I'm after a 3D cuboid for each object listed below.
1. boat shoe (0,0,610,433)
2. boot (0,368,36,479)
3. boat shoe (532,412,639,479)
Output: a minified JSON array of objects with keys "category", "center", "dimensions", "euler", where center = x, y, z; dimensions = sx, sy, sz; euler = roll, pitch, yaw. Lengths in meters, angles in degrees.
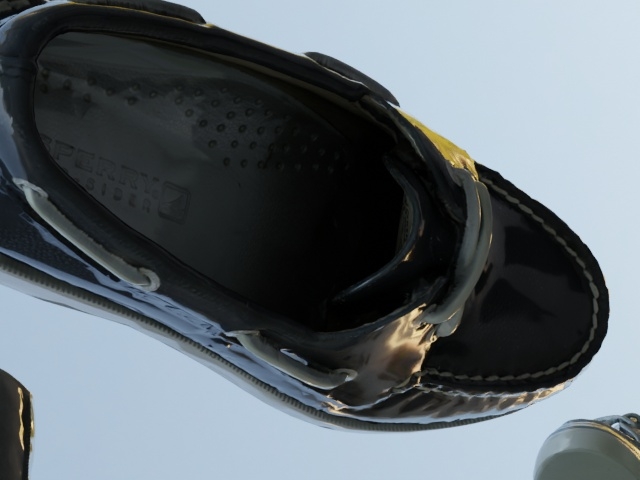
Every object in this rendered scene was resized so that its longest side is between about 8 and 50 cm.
[{"category":"boat shoe","center":[0.000,0.000,0.629],"dimensions":[0.302,0.091,0.114],"euler":[14,-102,-37]},{"category":"boot","center":[-0.244,0.224,1.490],"dimensions":[0.190,0.076,0.208],"euler":[71,-175,-50]},{"category":"boat shoe","center":[0.202,0.163,1.307],"dimensions":[0.227,0.079,0.081],"euler":[52,-143,-52]}]
